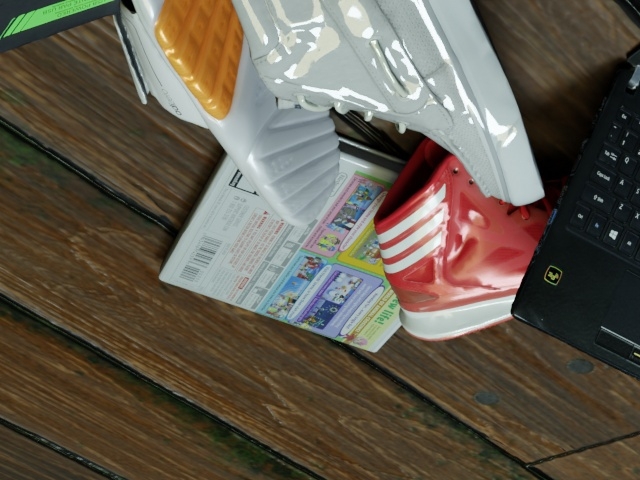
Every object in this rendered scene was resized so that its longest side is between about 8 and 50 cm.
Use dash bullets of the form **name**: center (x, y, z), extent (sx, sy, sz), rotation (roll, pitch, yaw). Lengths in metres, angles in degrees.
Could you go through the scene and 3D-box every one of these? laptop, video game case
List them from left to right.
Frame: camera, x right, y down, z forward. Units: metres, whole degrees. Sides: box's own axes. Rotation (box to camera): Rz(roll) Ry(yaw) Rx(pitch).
- **video game case**: center (0.000, 0.000, 0.883), extent (0.193, 0.023, 0.212), rotation (20, 141, -14)
- **laptop**: center (0.285, -0.021, 0.700), extent (0.234, 0.264, 0.136), rotation (26, 176, -21)

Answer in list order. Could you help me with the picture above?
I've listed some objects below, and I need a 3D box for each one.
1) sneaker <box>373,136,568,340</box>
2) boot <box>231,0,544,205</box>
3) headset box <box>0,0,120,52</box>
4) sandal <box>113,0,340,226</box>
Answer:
- **sneaker**: center (0.140, -0.022, 0.770), extent (0.221, 0.087, 0.128), rotation (-22, 119, 4)
- **boot**: center (0.033, -0.102, 0.666), extent (0.123, 0.095, 0.258), rotation (-24, 126, 12)
- **headset box**: center (-0.207, -0.169, 0.474), extent (0.246, 0.131, 0.283), rotation (-25, 166, -23)
- **sandal**: center (-0.069, -0.105, 0.690), extent (0.076, 0.102, 0.265), rotation (9, 143, 32)
